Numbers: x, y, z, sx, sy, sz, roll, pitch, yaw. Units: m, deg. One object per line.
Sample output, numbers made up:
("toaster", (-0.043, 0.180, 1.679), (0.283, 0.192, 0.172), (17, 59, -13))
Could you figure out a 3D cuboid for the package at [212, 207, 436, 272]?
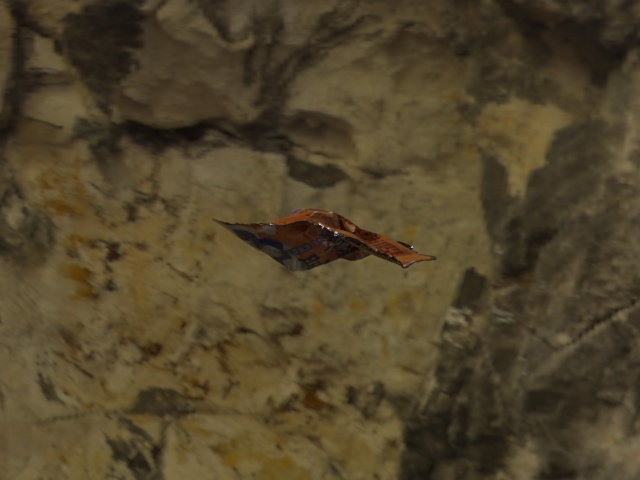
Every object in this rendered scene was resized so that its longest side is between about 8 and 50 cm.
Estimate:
("package", (0.000, -0.001, 0.749), (0.077, 0.111, 0.033), (36, -115, -43))
